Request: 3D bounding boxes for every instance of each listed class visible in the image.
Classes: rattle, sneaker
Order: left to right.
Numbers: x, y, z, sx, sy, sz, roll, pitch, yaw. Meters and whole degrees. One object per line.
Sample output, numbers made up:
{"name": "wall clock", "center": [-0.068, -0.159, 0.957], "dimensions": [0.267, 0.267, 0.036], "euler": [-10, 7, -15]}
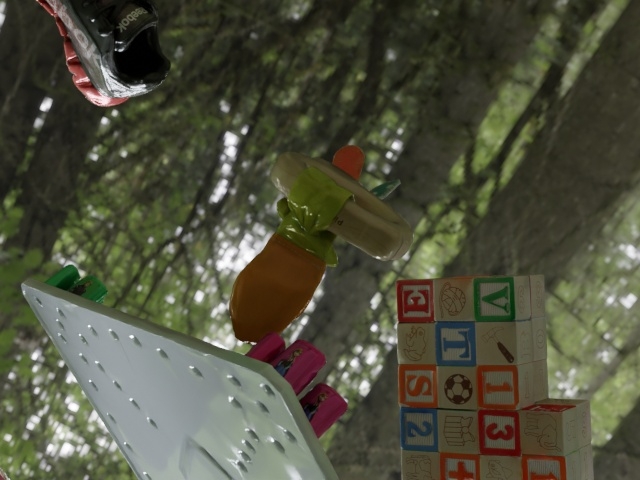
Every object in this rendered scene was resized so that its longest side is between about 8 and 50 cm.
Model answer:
{"name": "sneaker", "center": [-0.248, -0.266, 1.282], "dimensions": [0.135, 0.276, 0.097], "euler": [8, -135, 43]}
{"name": "rattle", "center": [0.000, 0.000, 0.966], "dimensions": [0.130, 0.143, 0.200], "euler": [14, -169, -8]}

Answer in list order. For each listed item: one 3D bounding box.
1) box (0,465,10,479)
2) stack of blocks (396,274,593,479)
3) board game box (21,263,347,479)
{"name": "box", "center": [-0.433, 0.263, 1.311], "dimensions": [0.142, 0.154, 0.300], "euler": [-35, -112, -16]}
{"name": "stack of blocks", "center": [0.172, 0.183, 1.172], "dimensions": [0.087, 0.171, 0.297], "euler": [2, -94, -60]}
{"name": "board game box", "center": [-0.060, 0.205, 0.997], "dimensions": [0.050, 0.390, 0.390], "euler": [-40, -151, -26]}
